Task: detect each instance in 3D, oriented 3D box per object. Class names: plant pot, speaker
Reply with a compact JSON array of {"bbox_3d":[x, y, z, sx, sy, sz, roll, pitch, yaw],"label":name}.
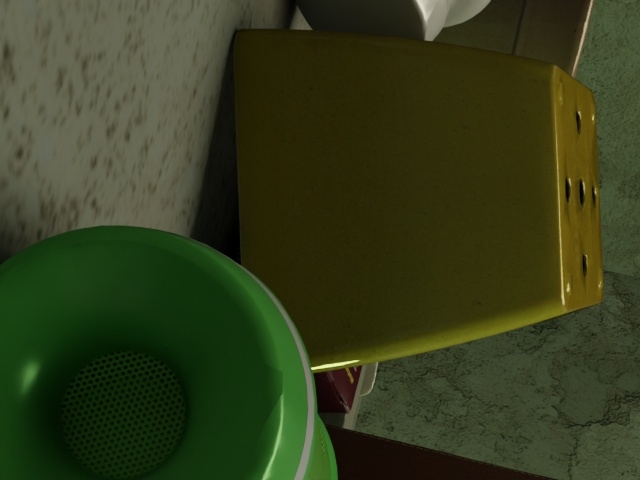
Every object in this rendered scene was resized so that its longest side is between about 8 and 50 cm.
[{"bbox_3d":[0.134,-0.227,1.095,0.263,0.229,0.263,11,90,-84],"label":"plant pot"},{"bbox_3d":[-0.057,0.089,0.478,0.296,0.131,0.131,81,22,-73],"label":"speaker"},{"bbox_3d":[0.077,-0.025,0.748,0.212,0.187,0.212,1,87,-68],"label":"plant pot"}]

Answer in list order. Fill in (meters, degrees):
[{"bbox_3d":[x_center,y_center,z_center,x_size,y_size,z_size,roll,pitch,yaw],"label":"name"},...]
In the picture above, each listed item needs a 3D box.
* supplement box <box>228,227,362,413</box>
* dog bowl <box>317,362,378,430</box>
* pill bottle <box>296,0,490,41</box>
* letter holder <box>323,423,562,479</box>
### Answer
[{"bbox_3d":[0.000,0.000,0.899,0.130,0.073,0.239,68,29,-42],"label":"supplement box"},{"bbox_3d":[0.001,0.100,1.122,0.349,0.102,0.349,12,90,-84],"label":"dog bowl"},{"bbox_3d":[0.093,-0.262,0.890,0.272,0.152,0.152,-55,163,-28],"label":"pill bottle"},{"bbox_3d":[0.039,0.251,0.836,0.214,0.301,0.152,-50,152,-76],"label":"letter holder"}]
